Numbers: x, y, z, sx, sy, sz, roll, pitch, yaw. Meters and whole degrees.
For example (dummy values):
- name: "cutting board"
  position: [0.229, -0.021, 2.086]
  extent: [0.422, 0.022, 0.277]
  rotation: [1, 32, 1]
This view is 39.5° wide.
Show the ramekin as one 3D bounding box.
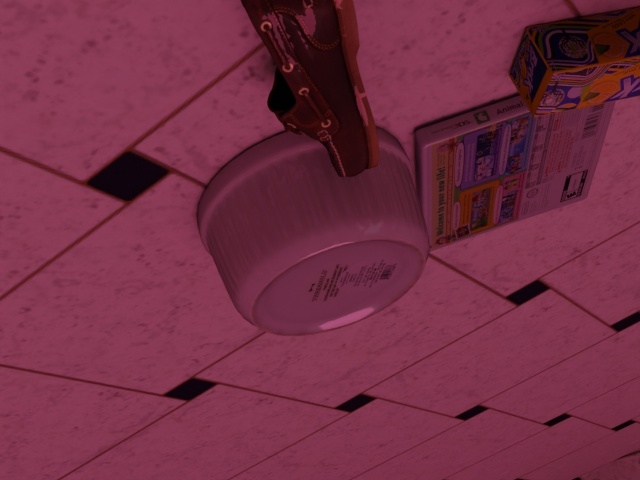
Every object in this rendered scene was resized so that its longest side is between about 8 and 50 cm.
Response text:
- name: "ramekin"
  position: [0.000, 0.000, 0.807]
  extent: [0.207, 0.109, 0.207]
  rotation: [-15, 150, -9]

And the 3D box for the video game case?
- name: "video game case"
  position: [0.189, -0.073, 0.889]
  extent: [0.193, 0.023, 0.212]
  rotation: [-19, 152, -3]

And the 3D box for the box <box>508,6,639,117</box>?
- name: "box"
  position: [0.252, -0.156, 0.757]
  extent: [0.168, 0.054, 0.059]
  rotation: [-13, 151, -14]

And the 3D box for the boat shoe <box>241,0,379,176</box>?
- name: "boat shoe"
  position: [-0.007, -0.115, 0.646]
  extent: [0.073, 0.073, 0.207]
  rotation: [-28, 143, -6]
